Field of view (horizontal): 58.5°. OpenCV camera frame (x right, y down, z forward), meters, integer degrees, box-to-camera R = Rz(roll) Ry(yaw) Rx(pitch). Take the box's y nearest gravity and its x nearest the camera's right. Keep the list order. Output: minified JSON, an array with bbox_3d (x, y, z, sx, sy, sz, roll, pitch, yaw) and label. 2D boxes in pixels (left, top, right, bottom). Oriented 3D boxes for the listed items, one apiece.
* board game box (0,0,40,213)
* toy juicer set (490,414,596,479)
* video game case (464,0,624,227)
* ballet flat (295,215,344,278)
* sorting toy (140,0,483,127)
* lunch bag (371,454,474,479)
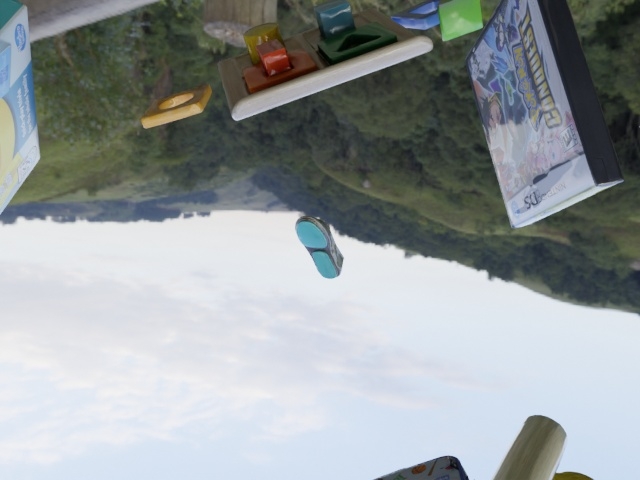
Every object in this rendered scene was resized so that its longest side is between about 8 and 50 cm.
[{"bbox_3d":[-0.396,-0.049,0.552,0.079,0.335,0.253,22,146,-10],"label":"board game box"},{"bbox_3d":[0.161,0.237,0.364,0.090,0.329,0.209,9,-132,36],"label":"toy juicer set"},{"bbox_3d":[0.269,-0.170,0.737,0.035,0.274,0.248,-13,172,-4],"label":"video game case"},{"bbox_3d":[0.000,0.000,1.207,0.072,0.068,0.213,3,144,22],"label":"ballet flat"},{"bbox_3d":[-0.013,-0.186,0.545,0.348,0.047,0.196,-21,-149,-2],"label":"sorting toy"},{"bbox_3d":[0.231,0.635,1.352,0.304,0.114,0.243,-25,-177,9],"label":"lunch bag"}]
